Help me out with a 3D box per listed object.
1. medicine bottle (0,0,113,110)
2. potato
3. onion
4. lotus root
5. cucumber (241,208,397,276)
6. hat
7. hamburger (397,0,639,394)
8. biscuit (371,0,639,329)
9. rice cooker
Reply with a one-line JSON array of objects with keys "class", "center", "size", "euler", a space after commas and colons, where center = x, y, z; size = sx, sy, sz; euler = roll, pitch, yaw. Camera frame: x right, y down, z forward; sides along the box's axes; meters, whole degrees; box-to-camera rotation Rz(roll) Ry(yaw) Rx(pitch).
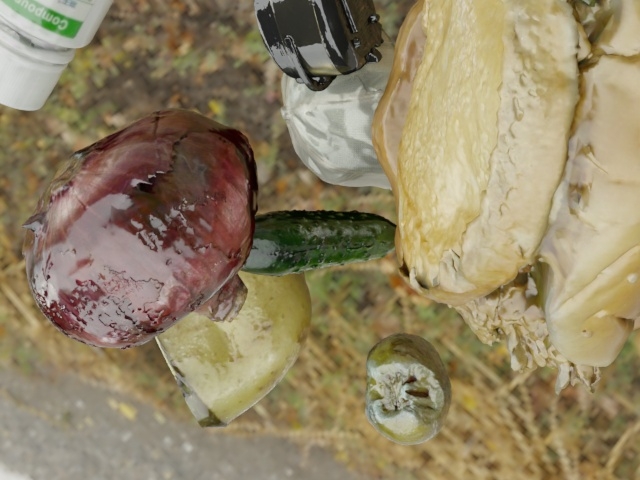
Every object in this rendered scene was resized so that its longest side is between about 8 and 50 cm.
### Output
[{"class": "medicine bottle", "center": [-0.296, -0.267, 1.674], "size": [0.139, 0.139, 0.237], "euler": [39, 111, 10]}, {"class": "potato", "center": [-0.117, 0.079, 2.015], "size": [0.285, 0.242, 0.243], "euler": [-115, 11, -54]}, {"class": "onion", "center": [-0.155, -0.001, 1.452], "size": [0.219, 0.252, 0.252], "euler": [42, 148, -28]}, {"class": "lotus root", "center": [0.090, 0.150, 1.593], "size": [0.088, 0.192, 0.113], "euler": [-6, 86, 8]}, {"class": "cucumber", "center": [0.000, 0.000, 1.560], "size": [0.069, 0.227, 0.069], "euler": [7, 99, 52]}, {"class": "hat", "center": [0.062, -0.117, 1.758], "size": [0.275, 0.161, 0.232], "euler": [50, -168, -33]}, {"class": "hamburger", "center": [0.120, -0.062, 0.791], "size": [0.146, 0.243, 0.286], "euler": [10, 98, -2]}, {"class": "biscuit", "center": [0.228, -0.107, 1.434], "size": [0.365, 0.385, 0.062], "euler": [13, -175, -16]}, {"class": "rice cooker", "center": [-0.005, -0.235, 1.570], "size": [0.106, 0.112, 0.165], "euler": [-8, 123, 30]}]
